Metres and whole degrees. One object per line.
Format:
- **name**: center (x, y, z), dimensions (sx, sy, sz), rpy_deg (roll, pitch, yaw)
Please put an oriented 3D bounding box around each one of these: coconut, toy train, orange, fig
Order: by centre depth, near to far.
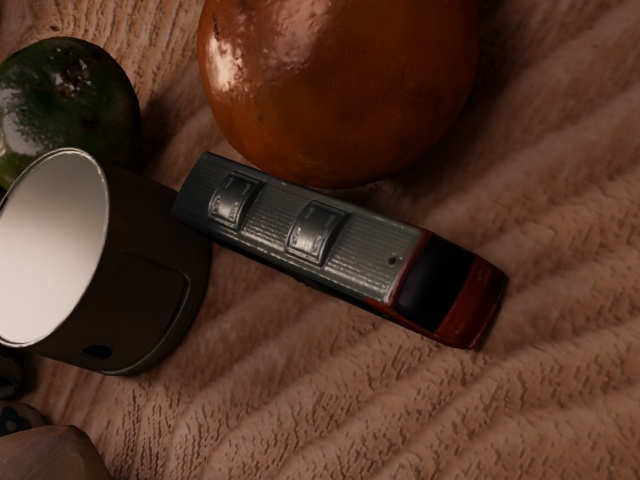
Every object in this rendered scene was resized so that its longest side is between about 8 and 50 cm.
- **orange**: center (0.014, -0.189, 1.186), dimensions (0.284, 0.226, 0.284), rpy_deg (-17, 64, 39)
- **toy train**: center (0.000, 0.000, 1.210), dimensions (0.409, 0.089, 0.086), rpy_deg (22, 82, 50)
- **coconut**: center (-0.298, 0.297, 1.281), dimensions (0.224, 0.224, 0.234), rpy_deg (9, 84, 48)
- **fig**: center (-0.310, -0.117, 1.560), dimensions (0.203, 0.235, 0.203), rpy_deg (0, 66, 0)

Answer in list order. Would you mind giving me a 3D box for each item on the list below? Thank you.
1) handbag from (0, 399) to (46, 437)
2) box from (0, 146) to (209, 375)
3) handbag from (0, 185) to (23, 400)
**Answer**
- **handbag**: center (-0.441, 0.297, 1.436), dimensions (0.190, 0.193, 0.251), rpy_deg (-14, 62, 37)
- **box**: center (-0.250, 0.027, 1.399), dimensions (0.226, 0.149, 0.226), rpy_deg (-20, 60, 38)
- **handbag**: center (-0.531, 0.100, 1.638), dimensions (0.327, 0.162, 0.325), rpy_deg (-28, 52, 24)
